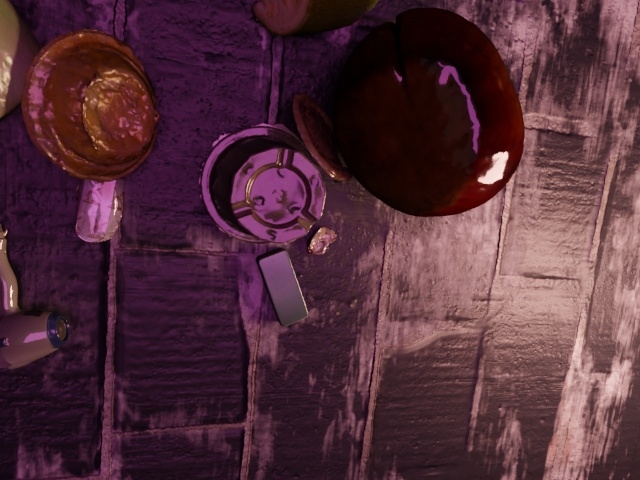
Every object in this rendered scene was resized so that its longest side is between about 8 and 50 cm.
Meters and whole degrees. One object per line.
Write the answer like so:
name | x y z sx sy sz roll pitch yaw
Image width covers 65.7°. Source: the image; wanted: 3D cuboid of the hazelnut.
hazelnut | 0.220 -0.254 1.062 0.402 0.402 0.429 -39 97 -6

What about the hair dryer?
hair dryer | -0.723 0.157 1.038 0.296 0.119 0.298 -31 91 -4

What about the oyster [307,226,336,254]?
oyster | -0.002 0.003 1.234 0.054 0.019 0.083 43 85 -19

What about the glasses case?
glasses case | -0.093 0.115 1.218 0.078 0.039 0.184 -21 105 -11

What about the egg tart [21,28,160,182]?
egg tart | -0.412 -0.251 0.955 0.290 0.116 0.289 -31 129 -50

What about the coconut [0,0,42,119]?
coconut | -0.662 -0.327 0.868 0.281 0.328 0.328 40 87 25

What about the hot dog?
hot dog | -0.477 -0.087 1.070 0.099 0.053 0.191 8 95 -18

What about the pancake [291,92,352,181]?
pancake | 0.002 -0.229 1.095 0.029 0.235 0.212 -28 145 23

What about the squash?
squash | 0.018 -0.540 1.135 0.289 0.203 0.111 -36 110 -44

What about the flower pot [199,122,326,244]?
flower pot | -0.113 -0.112 1.057 0.291 0.259 0.289 -3 101 -13
